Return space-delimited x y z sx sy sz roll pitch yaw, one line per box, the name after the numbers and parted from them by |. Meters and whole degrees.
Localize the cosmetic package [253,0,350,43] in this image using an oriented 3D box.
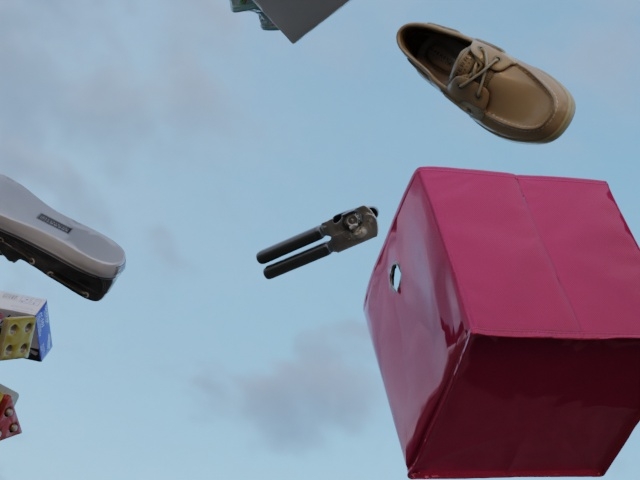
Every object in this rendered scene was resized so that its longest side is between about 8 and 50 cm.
-0.025 -0.409 1.487 0.224 0.138 0.225 47 -23 -12 | cosmetic package

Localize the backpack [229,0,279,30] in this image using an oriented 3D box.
-0.061 -0.420 1.846 0.188 0.166 0.144 6 -56 26 | backpack

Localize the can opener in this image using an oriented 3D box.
0.000 0.000 2.504 0.283 0.095 0.076 -23 -83 16 | can opener

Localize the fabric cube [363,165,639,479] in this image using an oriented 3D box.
0.218 0.098 1.323 0.259 0.258 0.254 3 -47 -16 | fabric cube

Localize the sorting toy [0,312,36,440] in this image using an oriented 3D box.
-0.356 0.194 1.165 0.046 0.274 0.132 16 -18 23 | sorting toy

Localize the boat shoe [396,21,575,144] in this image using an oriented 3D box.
0.246 -0.250 1.790 0.110 0.121 0.341 23 8 -47 | boat shoe

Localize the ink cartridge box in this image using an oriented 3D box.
-0.532 0.125 1.814 0.207 0.046 0.097 10 -56 11 | ink cartridge box

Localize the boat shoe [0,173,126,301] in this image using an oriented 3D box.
-0.331 -0.003 1.297 0.228 0.080 0.076 27 -63 -2 | boat shoe
